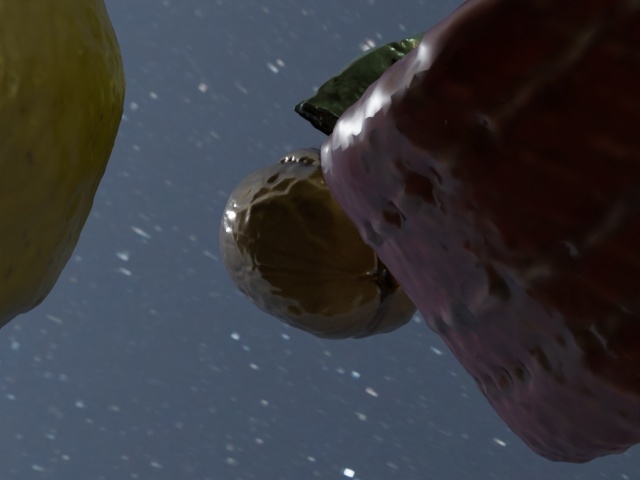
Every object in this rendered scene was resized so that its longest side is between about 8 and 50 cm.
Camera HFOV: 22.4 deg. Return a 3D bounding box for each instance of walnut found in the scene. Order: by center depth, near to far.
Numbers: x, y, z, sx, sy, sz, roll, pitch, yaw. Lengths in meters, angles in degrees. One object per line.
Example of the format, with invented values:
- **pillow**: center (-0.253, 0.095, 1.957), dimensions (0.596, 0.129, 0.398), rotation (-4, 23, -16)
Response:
- **walnut**: center (0.000, 0.000, 1.182), dimensions (0.144, 0.144, 0.180), rotation (-51, -153, 3)

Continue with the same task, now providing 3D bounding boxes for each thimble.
- **thimble**: center (0.179, -0.063, 0.858), dimensions (0.350, 0.350, 0.230), rotation (-38, -90, 10)

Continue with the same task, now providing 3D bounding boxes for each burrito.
- **burrito**: center (0.045, -0.112, 1.178), dimensions (0.074, 0.044, 0.118), rotation (38, -114, 18)

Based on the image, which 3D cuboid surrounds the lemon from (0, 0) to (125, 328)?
- **lemon**: center (-0.171, -0.047, 0.498), dimensions (0.204, 0.260, 0.204), rotation (3, -84, 31)
